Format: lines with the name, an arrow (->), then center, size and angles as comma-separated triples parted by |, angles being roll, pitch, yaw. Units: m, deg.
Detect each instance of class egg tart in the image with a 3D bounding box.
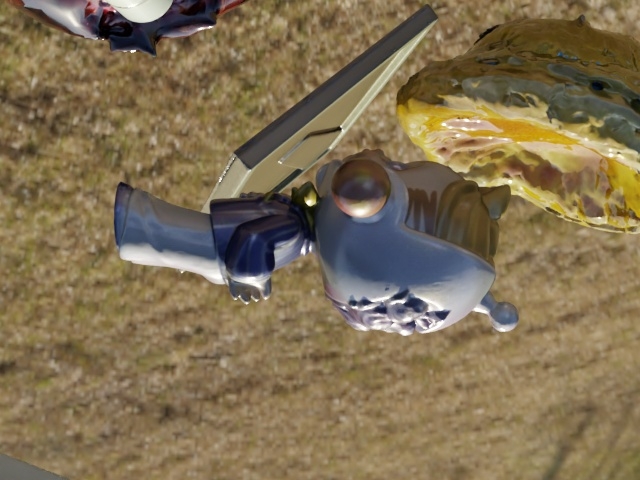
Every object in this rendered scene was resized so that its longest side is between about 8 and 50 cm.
egg tart -> 0.274, -0.136, 1.265 | 0.387, 0.169, 0.388 | 17, 168, 4

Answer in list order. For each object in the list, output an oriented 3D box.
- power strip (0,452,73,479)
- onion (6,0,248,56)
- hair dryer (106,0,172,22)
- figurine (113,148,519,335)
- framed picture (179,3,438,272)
power strip -> -0.199, 0.157, 0.622 | 0.367, 0.043, 0.106 | 18, 133, 11
onion -> -0.206, -0.368, 1.093 | 0.341, 0.341, 0.341 | -1, 135, -1
hair dryer -> -0.104, -0.218, 0.780 | 0.137, 0.047, 0.082 | -41, 163, 3
figurine -> -0.003, -0.002, 0.774 | 0.274, 0.133, 0.194 | 4, 171, -22
framed picture -> -0.036, -0.120, 1.472 | 0.028, 0.326, 0.446 | 49, 156, 2
